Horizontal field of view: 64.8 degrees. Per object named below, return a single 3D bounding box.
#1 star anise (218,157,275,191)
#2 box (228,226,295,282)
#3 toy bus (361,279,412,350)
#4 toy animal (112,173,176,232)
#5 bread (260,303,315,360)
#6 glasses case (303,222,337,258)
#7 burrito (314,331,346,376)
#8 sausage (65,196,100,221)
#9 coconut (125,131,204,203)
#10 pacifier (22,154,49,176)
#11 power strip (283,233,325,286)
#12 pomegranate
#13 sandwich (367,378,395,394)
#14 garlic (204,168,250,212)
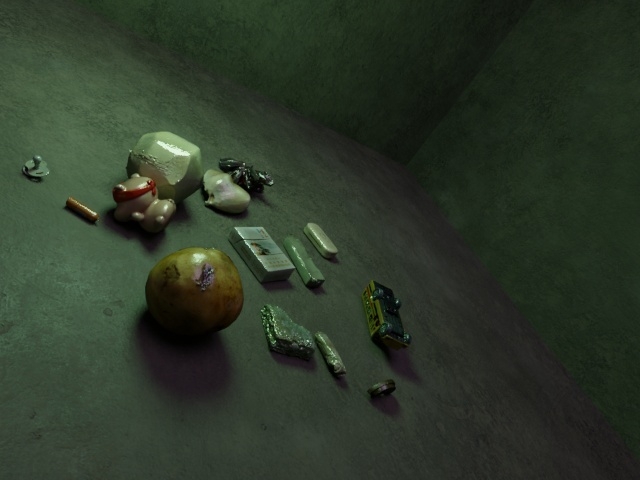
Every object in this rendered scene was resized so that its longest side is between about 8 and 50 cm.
[{"bbox_3d":[-0.338,-0.292,2.239,0.282,0.129,0.212,30,18,6],"label":"star anise"},{"bbox_3d":[-0.218,0.047,1.862,0.149,0.067,0.233,-1,44,-54],"label":"box"},{"bbox_3d":[0.249,0.297,1.967,0.121,0.123,0.336,28,27,-21],"label":"toy bus"},{"bbox_3d":[-0.565,-0.117,1.606,0.197,0.171,0.171,42,24,-7],"label":"toy animal"},{"bbox_3d":[-0.114,0.288,1.588,0.232,0.064,0.172,42,23,14],"label":"bread"},{"bbox_3d":[0.000,0.000,2.245,0.083,0.050,0.196,5,39,-52],"label":"glasses case"},{"bbox_3d":[0.029,0.368,1.658,0.058,0.045,0.188,48,8,-46],"label":"burrito"},{"bbox_3d":[-0.708,-0.089,1.508,0.107,0.031,0.031,34,25,-8],"label":"sausage"},{"bbox_3d":[-0.531,-0.247,1.770,0.247,0.245,0.245,26,26,-5],"label":"coconut"},{"bbox_3d":[-0.858,-0.228,1.516,0.068,0.064,0.083,-10,49,-35],"label":"pacifier"},{"bbox_3d":[-0.074,0.078,2.017,0.080,0.048,0.286,14,33,-44],"label":"power strip"},{"bbox_3d":[-0.341,0.134,1.367,0.260,0.260,0.260,29,26,-16],"label":"pomegranate"},{"bbox_3d":[0.208,0.486,1.654,0.135,0.067,0.029,6,43,-47],"label":"sandwich"},{"bbox_3d":[-0.380,-0.202,2.041,0.217,0.110,0.228,34,25,-13],"label":"garlic"}]
